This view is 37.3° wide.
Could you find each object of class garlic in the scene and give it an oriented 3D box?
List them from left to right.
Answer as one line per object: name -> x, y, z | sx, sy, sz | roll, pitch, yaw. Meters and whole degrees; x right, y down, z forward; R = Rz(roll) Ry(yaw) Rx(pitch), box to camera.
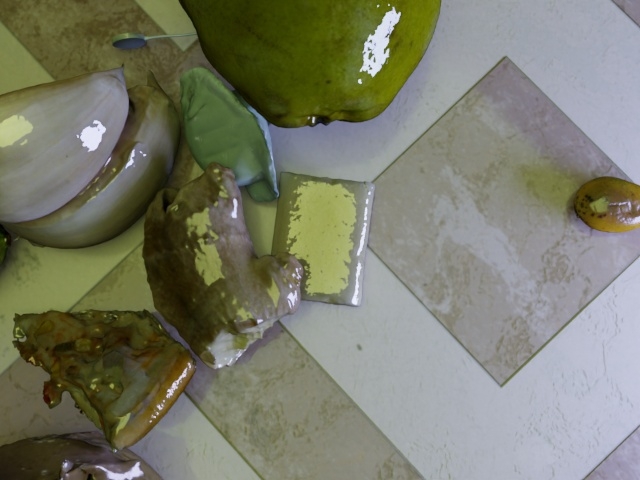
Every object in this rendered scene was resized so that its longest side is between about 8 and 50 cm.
garlic -> -0.351, -0.115, 1.276 | 0.312, 0.286, 0.249 | -15, 44, 4

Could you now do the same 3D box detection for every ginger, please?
ginger -> -0.132, 0.032, 1.276 | 0.221, 0.130, 0.276 | -2, 91, 25

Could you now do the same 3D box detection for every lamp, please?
lamp -> -0.204, -0.284, 1.376 | 0.198, 0.050, 0.056 | -6, 85, 3

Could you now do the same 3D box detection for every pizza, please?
pizza -> -0.304, 0.154, 1.287 | 0.297, 0.071, 0.189 | 30, 59, 36

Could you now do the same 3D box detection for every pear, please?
pear -> -0.012, -0.353, 1.233 | 0.351, 0.352, 0.414 | -7, 79, 3

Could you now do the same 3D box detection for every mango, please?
mango -> 0.408, -0.050, 1.312 | 0.114, 0.057, 0.079 | 0, 80, -4

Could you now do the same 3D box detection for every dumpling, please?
dumpling -> -0.114, -0.155, 1.318 | 0.152, 0.108, 0.219 | -37, 92, 40

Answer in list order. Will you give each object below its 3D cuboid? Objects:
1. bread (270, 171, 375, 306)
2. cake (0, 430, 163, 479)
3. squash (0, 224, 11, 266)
bread -> 0.000, 0.000, 1.329 | 0.139, 0.060, 0.178 | 8, 85, 6
cake -> -0.351, 0.404, 1.184 | 0.332, 0.321, 0.333 | -1, 82, 4
squash -> -0.553, 0.037, 1.331 | 0.247, 0.132, 0.133 | -30, 83, -2
